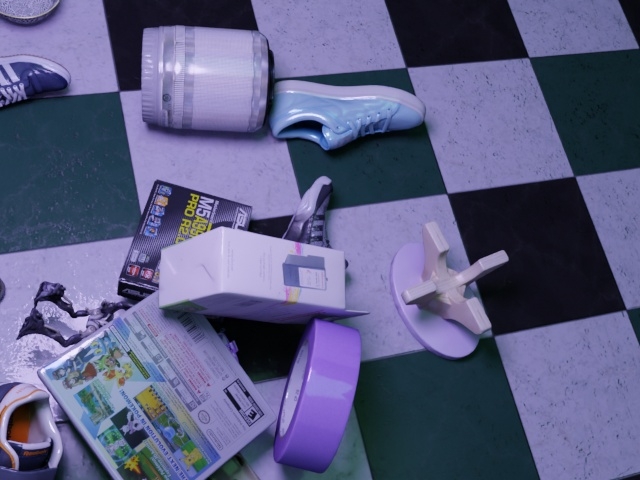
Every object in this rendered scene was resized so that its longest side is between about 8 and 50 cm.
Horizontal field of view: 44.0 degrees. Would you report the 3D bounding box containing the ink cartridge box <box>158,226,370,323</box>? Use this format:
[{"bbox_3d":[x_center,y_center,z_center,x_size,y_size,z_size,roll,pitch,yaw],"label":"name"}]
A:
[{"bbox_3d":[-0.095,0.077,1.471,0.353,0.207,0.119,13,70,-40],"label":"ink cartridge box"}]

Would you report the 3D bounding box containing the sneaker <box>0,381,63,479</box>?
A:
[{"bbox_3d":[-0.520,0.402,1.341,0.126,0.128,0.321,9,76,-56],"label":"sneaker"}]

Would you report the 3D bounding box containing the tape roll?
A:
[{"bbox_3d":[-0.008,0.286,1.474,0.090,0.275,0.274,15,65,-6],"label":"tape roll"}]

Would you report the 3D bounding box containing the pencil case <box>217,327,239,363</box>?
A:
[{"bbox_3d":[-0.252,0.256,1.531,0.206,0.088,0.086,-30,93,-21],"label":"pencil case"}]

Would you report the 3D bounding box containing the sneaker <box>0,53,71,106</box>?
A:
[{"bbox_3d":[-0.676,-0.309,1.657,0.282,0.099,0.153,5,62,-4],"label":"sneaker"}]

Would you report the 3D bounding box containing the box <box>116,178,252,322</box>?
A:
[{"bbox_3d":[-0.270,0.017,1.611,0.216,0.060,0.270,16,52,-6],"label":"box"}]

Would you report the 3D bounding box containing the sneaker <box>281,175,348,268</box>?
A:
[{"bbox_3d":[0.000,0.000,1.699,0.153,0.101,0.268,27,70,-2],"label":"sneaker"}]

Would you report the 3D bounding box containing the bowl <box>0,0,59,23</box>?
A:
[{"bbox_3d":[-0.663,-0.543,1.772,0.170,0.080,0.170,5,67,-11],"label":"bowl"}]

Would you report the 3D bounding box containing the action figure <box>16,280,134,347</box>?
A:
[{"bbox_3d":[-0.416,0.177,1.499,0.276,0.141,0.164,26,55,-20],"label":"action figure"}]

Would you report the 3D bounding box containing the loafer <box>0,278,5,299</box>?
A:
[{"bbox_3d":[-0.707,0.021,1.517,0.251,0.087,0.094,39,64,4],"label":"loafer"}]

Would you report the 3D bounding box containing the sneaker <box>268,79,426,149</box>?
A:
[{"bbox_3d":[0.058,-0.265,1.812,0.366,0.135,0.150,3,68,0],"label":"sneaker"}]

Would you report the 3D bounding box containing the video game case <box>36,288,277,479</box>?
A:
[{"bbox_3d":[-0.285,0.281,1.425,0.300,0.036,0.329,-35,89,-28],"label":"video game case"}]

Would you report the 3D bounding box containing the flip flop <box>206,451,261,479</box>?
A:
[{"bbox_3d":[-0.198,0.419,1.478,0.112,0.080,0.277,-42,84,-22],"label":"flip flop"}]

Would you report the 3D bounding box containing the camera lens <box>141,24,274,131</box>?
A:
[{"bbox_3d":[-0.243,-0.348,1.712,0.274,0.219,0.219,1,67,-11],"label":"camera lens"}]

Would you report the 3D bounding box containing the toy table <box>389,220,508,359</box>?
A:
[{"bbox_3d":[0.268,0.104,1.685,0.252,0.161,0.274,-32,77,-24],"label":"toy table"}]
